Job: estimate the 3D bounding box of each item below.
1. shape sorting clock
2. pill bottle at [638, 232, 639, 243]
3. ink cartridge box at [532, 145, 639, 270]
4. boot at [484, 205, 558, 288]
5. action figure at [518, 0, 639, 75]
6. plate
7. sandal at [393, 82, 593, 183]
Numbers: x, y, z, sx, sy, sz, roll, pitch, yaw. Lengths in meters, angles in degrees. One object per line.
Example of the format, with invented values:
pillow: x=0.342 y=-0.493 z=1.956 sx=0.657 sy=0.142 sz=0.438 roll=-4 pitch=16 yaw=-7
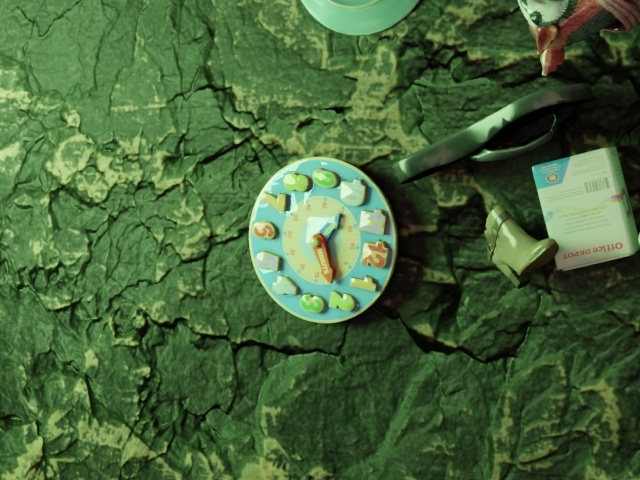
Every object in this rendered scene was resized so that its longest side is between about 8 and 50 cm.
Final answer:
shape sorting clock: x=0.000 y=0.000 z=1.543 sx=0.206 sy=0.040 sz=0.206 roll=3 pitch=96 yaw=24
pill bottle: x=0.478 y=-0.113 z=1.223 sx=0.210 sy=0.210 sz=0.363 roll=33 pitch=108 yaw=18
ink cartridge box: x=0.298 y=-0.035 z=1.398 sx=0.088 sy=0.052 sz=0.122 roll=-14 pitch=89 yaw=25
boot: x=0.221 y=-0.001 z=1.414 sx=0.087 sy=0.042 sz=0.118 roll=64 pitch=154 yaw=21
action figure: x=0.327 y=-0.326 z=1.278 sx=0.276 sy=0.248 sz=0.370 roll=26 pitch=92 yaw=-7
plate: x=0.044 y=-0.341 z=1.496 sx=0.188 sy=0.024 sz=0.188 roll=2 pitch=96 yaw=25
sandal: x=0.202 y=-0.112 z=1.416 sx=0.254 sy=0.097 sz=0.054 roll=-26 pitch=84 yaw=35
